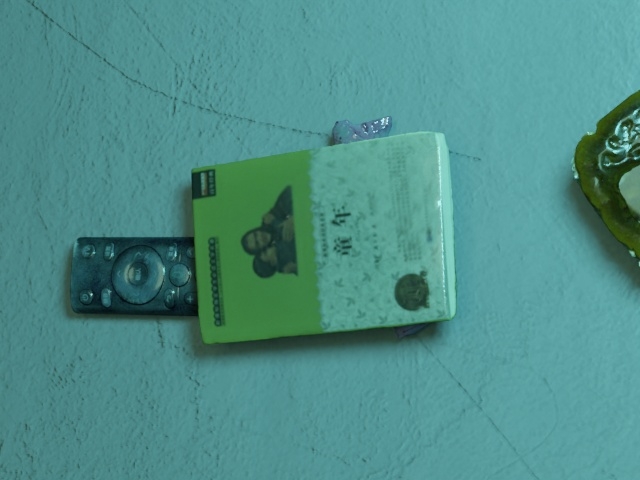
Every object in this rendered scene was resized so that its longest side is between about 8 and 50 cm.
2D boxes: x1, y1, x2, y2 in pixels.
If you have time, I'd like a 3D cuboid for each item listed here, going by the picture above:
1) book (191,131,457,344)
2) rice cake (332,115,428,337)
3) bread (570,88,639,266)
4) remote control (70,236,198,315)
[{"bbox_3d":[0.000,0.000,1.959,0.352,0.035,0.239,-7,81,22],"label":"book"},{"bbox_3d":[0.087,-0.023,1.969,0.081,0.051,0.290,-20,77,18],"label":"rice cake"},{"bbox_3d":[0.413,-0.085,1.821,0.210,0.110,0.192,-37,74,13],"label":"bread"},{"bbox_3d":[-0.160,0.048,2.061,0.377,0.044,0.107,1,79,21],"label":"remote control"}]
